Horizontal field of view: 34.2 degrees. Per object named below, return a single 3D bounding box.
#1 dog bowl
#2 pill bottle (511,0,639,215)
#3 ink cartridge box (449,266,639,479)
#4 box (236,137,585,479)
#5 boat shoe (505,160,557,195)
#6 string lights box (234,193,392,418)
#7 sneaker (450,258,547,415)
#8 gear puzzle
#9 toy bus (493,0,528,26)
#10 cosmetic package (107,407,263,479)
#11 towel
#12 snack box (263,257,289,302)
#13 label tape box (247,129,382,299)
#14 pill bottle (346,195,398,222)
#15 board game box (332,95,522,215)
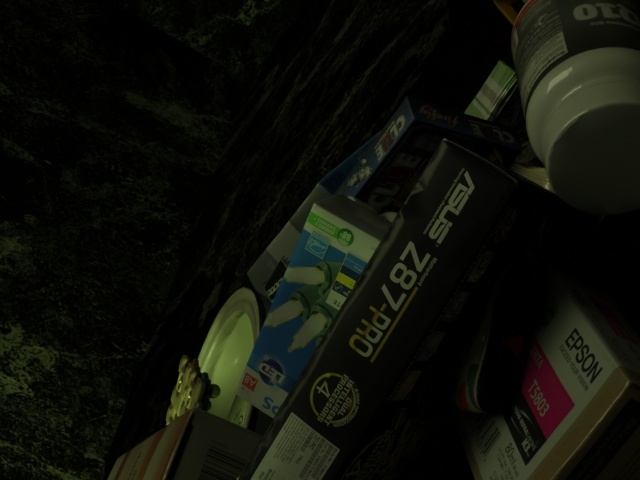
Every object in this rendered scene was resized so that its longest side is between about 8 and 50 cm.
[{"bbox_3d":[-0.098,0.283,1.556,0.408,0.150,0.408,-163,90,-73],"label":"dog bowl"},{"bbox_3d":[0.301,-0.164,1.137,0.161,0.161,0.283,-52,20,32],"label":"pill bottle"},{"bbox_3d":[0.225,0.161,0.975,0.193,0.088,0.235,-58,15,17],"label":"ink cartridge box"},{"bbox_3d":[0.109,0.102,1.094,0.395,0.097,0.318,-59,-22,9],"label":"box"},{"bbox_3d":[0.251,-0.059,1.293,0.059,0.063,0.170,-57,16,-4],"label":"boat shoe"},{"bbox_3d":[0.014,0.094,1.191,0.076,0.133,0.260,-22,-42,-62],"label":"string lights box"},{"bbox_3d":[0.165,0.093,1.009,0.075,0.057,0.161,-20,46,61],"label":"sneaker"},{"bbox_3d":[-0.211,0.351,1.538,0.175,0.044,0.339,-154,78,-71],"label":"gear puzzle"},{"bbox_3d":[0.337,-0.381,1.465,0.104,0.202,0.191,76,-154,-67],"label":"toy bus"},{"bbox_3d":[-0.177,0.324,1.270,0.296,0.129,0.153,-41,26,54],"label":"cosmetic package"},{"bbox_3d":[0.249,-0.206,1.612,0.152,0.023,0.113,-58,17,15],"label":"towel"},{"bbox_3d":[0.035,0.125,1.438,0.060,0.187,0.322,-61,16,6],"label":"snack box"},{"bbox_3d":[0.000,0.000,1.740,0.348,0.115,0.249,-47,-2,38],"label":"label tape box"},{"bbox_3d":[0.107,0.039,1.291,0.121,0.221,0.121,-54,18,26],"label":"pill bottle"},{"bbox_3d":[0.119,-0.067,1.326,0.243,0.165,0.042,-53,36,40],"label":"board game box"}]
